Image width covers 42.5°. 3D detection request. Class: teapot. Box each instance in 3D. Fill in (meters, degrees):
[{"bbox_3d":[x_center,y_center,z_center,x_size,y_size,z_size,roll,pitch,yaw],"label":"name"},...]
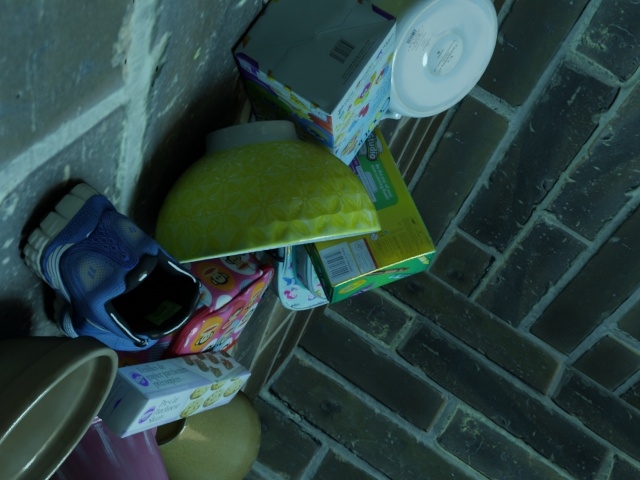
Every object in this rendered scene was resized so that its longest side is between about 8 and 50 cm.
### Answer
[{"bbox_3d":[0.140,-0.329,1.316,0.256,0.187,0.252,-30,138,-17],"label":"teapot"}]

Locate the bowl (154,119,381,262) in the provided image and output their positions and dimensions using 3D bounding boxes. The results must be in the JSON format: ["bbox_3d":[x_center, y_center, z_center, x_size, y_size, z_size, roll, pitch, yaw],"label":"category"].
[{"bbox_3d":[-0.076,-0.064,1.040,0.289,0.290,0.155,-5,86,-79],"label":"bowl"}]

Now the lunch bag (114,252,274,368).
[{"bbox_3d":[-0.216,0.143,1.318,0.258,0.120,0.293,-57,169,28],"label":"lunch bag"}]

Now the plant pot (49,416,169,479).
[{"bbox_3d":[-0.292,0.323,1.109,0.201,0.180,0.201,-28,146,-21],"label":"plant pot"}]

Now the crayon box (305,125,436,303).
[{"bbox_3d":[0.040,-0.064,1.244,0.166,0.278,0.081,-19,160,-11],"label":"crayon box"}]

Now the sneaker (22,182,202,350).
[{"bbox_3d":[-0.212,0.070,0.906,0.129,0.147,0.330,-52,168,-18],"label":"sneaker"}]

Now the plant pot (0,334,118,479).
[{"bbox_3d":[-0.326,0.180,0.844,0.237,0.110,0.237,-53,170,-13],"label":"plant pot"}]

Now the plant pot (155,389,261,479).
[{"bbox_3d":[-0.264,0.355,1.566,0.237,0.237,0.254,-54,156,-11],"label":"plant pot"}]

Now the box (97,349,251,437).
[{"bbox_3d":[-0.195,0.204,1.139,0.067,0.063,0.324,-54,164,7],"label":"box"}]

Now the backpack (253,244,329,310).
[{"bbox_3d":[0.000,0.000,1.436,0.225,0.191,0.253,-16,133,-35],"label":"backpack"}]

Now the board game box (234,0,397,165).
[{"bbox_3d":[0.000,-0.208,1.082,0.144,0.142,0.275,-55,171,-8],"label":"board game box"}]
